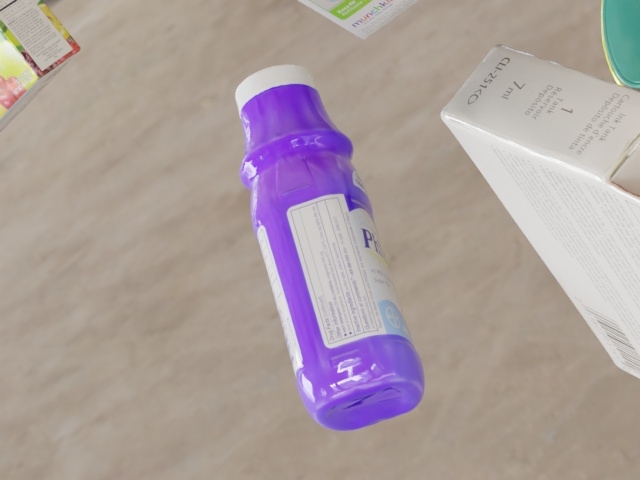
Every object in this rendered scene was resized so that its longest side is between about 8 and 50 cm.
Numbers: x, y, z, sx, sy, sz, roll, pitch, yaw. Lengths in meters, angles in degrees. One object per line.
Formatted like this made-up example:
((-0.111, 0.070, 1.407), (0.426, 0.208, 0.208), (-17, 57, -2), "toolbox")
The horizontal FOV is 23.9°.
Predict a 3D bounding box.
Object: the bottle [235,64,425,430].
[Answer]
((0.000, 0.000, 1.159), (0.092, 0.118, 0.283), (-19, 66, 6), "bottle")

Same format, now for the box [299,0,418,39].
((0.047, -0.309, 1.188), (0.262, 0.231, 0.127), (-34, 54, 29), "box")

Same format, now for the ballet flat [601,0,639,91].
((0.264, -0.227, 1.211), (0.077, 0.231, 0.077), (-7, -7, 27), "ballet flat")

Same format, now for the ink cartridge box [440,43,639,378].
((0.233, 0.030, 0.895), (0.066, 0.296, 0.261), (-50, 43, -9), "ink cartridge box")

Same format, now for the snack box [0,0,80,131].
((-0.200, -0.110, 0.832), (0.037, 0.100, 0.141), (-42, 7, -35), "snack box")
